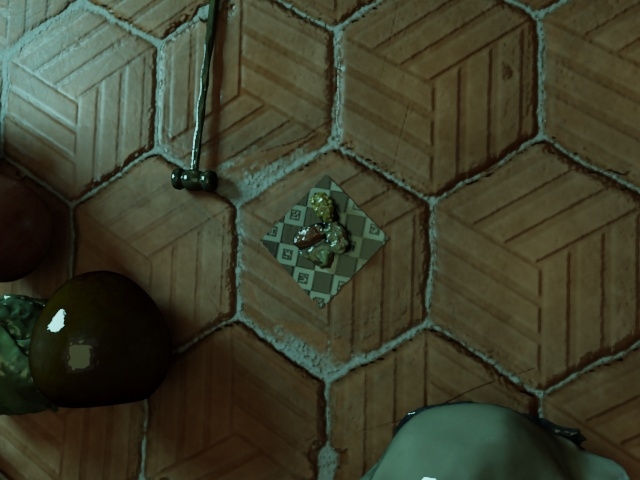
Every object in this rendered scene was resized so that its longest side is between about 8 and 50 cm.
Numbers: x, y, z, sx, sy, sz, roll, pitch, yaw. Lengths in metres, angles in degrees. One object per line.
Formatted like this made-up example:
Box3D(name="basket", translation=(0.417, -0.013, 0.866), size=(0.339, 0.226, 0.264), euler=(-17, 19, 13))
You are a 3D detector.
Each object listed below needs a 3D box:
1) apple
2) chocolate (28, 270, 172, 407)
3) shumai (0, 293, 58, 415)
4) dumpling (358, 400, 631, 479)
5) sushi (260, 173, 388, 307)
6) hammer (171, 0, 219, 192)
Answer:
Box3D(name="apple", translation=(-0.430, -0.022, 0.787), size=(0.153, 0.153, 0.120), euler=(24, 56, 14))
Box3D(name="chocolate", translation=(-0.268, 0.118, 0.732), size=(0.176, 0.177, 0.177), euler=(-1, 86, 13))
Box3D(name="shumai", translation=(-0.416, 0.153, 0.773), size=(0.184, 0.142, 0.184), euler=(-1, 87, 17))
Box3D(name="dumpling", translation=(0.155, 0.246, 0.600), size=(0.292, 0.204, 0.163), euler=(-10, 73, 22))
Box3D(name="sushi", translation=(0.000, 0.000, 0.741), size=(0.126, 0.026, 0.120), euler=(-45, 79, 7))
Box3D(name="hammer", translation=(-0.152, -0.210, 0.793), size=(0.058, 0.029, 0.292), euler=(5, 86, 12))
